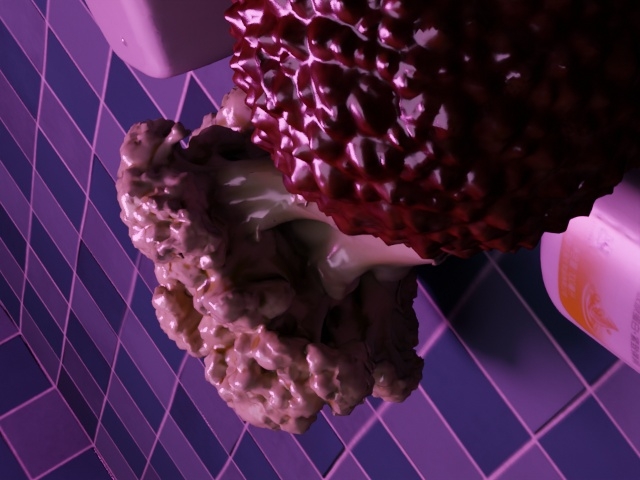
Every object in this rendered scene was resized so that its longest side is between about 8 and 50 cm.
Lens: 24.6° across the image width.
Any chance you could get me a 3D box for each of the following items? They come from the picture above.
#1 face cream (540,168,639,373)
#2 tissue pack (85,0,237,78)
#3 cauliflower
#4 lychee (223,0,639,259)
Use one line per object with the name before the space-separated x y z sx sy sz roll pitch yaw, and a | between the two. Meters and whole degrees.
face cream | 0.254 0.061 0.897 0.291 0.071 0.144 41 147 37
tissue pack | -0.123 -0.289 1.064 0.333 0.236 0.229 40 158 38
cauliflower | -0.014 0.016 1.138 0.327 0.260 0.281 28 172 -27
lychee | 0.076 -0.118 0.845 0.264 0.264 0.300 48 -163 26
